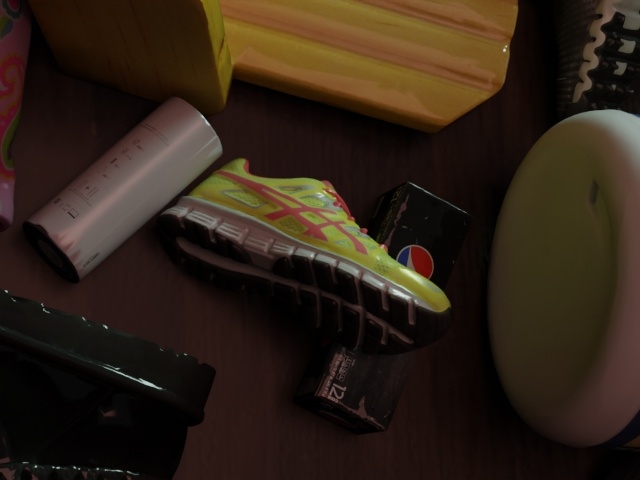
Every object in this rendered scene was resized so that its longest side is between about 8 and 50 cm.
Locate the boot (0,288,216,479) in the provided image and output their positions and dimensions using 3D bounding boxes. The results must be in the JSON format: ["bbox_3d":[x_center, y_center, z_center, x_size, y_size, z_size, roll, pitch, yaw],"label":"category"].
[{"bbox_3d":[-0.239,0.154,0.904,0.348,0.131,0.260,19,75,-16],"label":"boot"}]

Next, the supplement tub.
[{"bbox_3d":[0.299,0.040,1.062,0.316,0.228,0.228,7,78,-18],"label":"supplement tub"}]

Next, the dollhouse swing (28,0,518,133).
[{"bbox_3d":[0.001,-0.270,0.994,0.305,0.315,0.346,11,75,4],"label":"dollhouse swing"}]

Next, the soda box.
[{"bbox_3d":[0.044,0.048,1.065,0.060,0.053,0.169,28,73,-13],"label":"soda box"}]

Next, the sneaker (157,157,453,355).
[{"bbox_3d":[0.000,0.000,1.015,0.208,0.081,0.094,25,55,16],"label":"sneaker"}]

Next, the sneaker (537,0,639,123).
[{"bbox_3d":[0.197,-0.195,1.153,0.078,0.106,0.234,3,99,-51],"label":"sneaker"}]

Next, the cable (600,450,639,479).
[{"bbox_3d":[0.250,0.230,1.115,0.150,0.047,0.184,46,67,-12],"label":"cable"}]

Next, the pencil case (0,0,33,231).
[{"bbox_3d":[-0.240,-0.136,0.967,0.124,0.124,0.284,7,79,-18],"label":"pencil case"}]

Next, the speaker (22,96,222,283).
[{"bbox_3d":[-0.130,-0.035,1.017,0.136,0.055,0.055,-44,96,-21],"label":"speaker"}]
